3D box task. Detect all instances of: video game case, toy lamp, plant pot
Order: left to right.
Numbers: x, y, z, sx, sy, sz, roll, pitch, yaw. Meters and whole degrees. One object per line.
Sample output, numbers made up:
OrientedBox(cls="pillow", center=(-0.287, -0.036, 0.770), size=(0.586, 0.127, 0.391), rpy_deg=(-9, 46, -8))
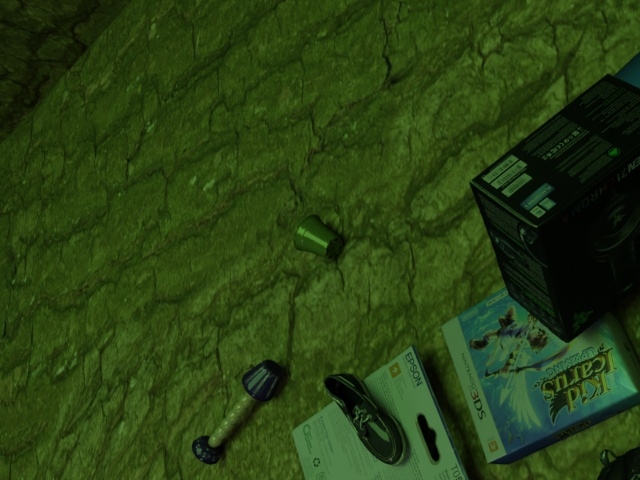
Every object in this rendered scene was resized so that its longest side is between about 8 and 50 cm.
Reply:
OrientedBox(cls="toy lamp", center=(-0.173, 0.361, 1.729), size=(0.275, 0.080, 0.080), rpy_deg=(-52, 46, 24))
OrientedBox(cls="plant pot", center=(0.000, 0.000, 1.673), size=(0.079, 0.083, 0.083), rpy_deg=(31, 100, 35))
OrientedBox(cls="video game case", center=(0.337, 0.182, 1.261), size=(0.269, 0.061, 0.244), rpy_deg=(-38, 53, 32))

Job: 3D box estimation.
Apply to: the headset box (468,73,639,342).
OrientedBox(cls="headset box", center=(0.363, -0.031, 1.107), size=(0.246, 0.283, 0.131), rpy_deg=(-37, 45, -8))

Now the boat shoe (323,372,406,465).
OrientedBox(cls="boat shoe", center=(0.070, 0.305, 1.400), size=(0.075, 0.065, 0.206), rpy_deg=(-54, 45, 15))

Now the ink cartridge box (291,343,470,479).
OrientedBox(cls="ink cartridge box", center=(0.116, 0.403, 1.414), size=(0.330, 0.071, 0.324), rpy_deg=(-40, 50, 27))

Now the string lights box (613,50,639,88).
OrientedBox(cls="string lights box", center=(0.454, -0.172, 1.203), size=(0.260, 0.133, 0.077), rpy_deg=(-45, 49, 26))

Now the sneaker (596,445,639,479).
OrientedBox(cls="sneaker", center=(0.438, 0.392, 1.058), size=(0.153, 0.101, 0.268), rpy_deg=(-24, 55, 40))
